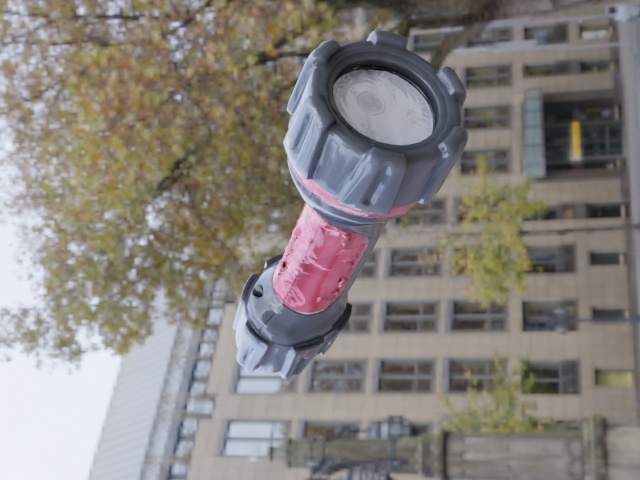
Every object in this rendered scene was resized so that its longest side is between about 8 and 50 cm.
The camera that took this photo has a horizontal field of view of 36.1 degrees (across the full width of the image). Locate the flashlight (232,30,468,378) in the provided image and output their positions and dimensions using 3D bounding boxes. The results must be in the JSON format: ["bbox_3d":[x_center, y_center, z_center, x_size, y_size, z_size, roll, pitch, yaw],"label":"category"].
[{"bbox_3d":[0.000,0.000,0.654,0.304,0.103,0.103,116,158,-53],"label":"flashlight"}]
